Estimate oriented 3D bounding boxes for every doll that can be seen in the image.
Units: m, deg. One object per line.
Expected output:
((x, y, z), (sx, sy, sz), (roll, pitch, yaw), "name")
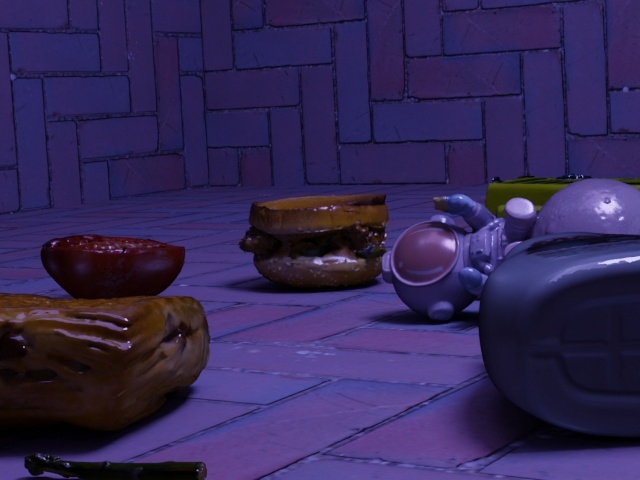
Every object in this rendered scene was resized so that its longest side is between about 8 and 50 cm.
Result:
((0.202, 0.019, 1.382), (0.287, 0.150, 0.151), (-8, 4, 21), "doll")

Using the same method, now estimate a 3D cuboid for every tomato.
((-0.260, 0.038, 1.619), (0.174, 0.082, 0.166), (-3, 8, -44), "tomato")

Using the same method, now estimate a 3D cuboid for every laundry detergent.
((0.242, 0.055, 1.063), (0.264, 0.124, 0.398), (-4, 4, -1), "laundry detergent")

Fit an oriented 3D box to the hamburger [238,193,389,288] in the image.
((-0.009, 0.000, 1.705), (0.191, 0.117, 0.182), (-1, 2, -13), "hamburger")

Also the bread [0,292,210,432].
((-0.202, 0.092, 1.036), (0.211, 0.099, 0.235), (0, 1, 7), "bread")

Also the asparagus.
((-0.132, 0.145, 0.850), (0.127, 0.018, 0.015), (-1, -28, 19), "asparagus")

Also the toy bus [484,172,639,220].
((0.330, -0.017, 1.651), (0.262, 0.128, 0.150), (3, 8, 39), "toy bus")
